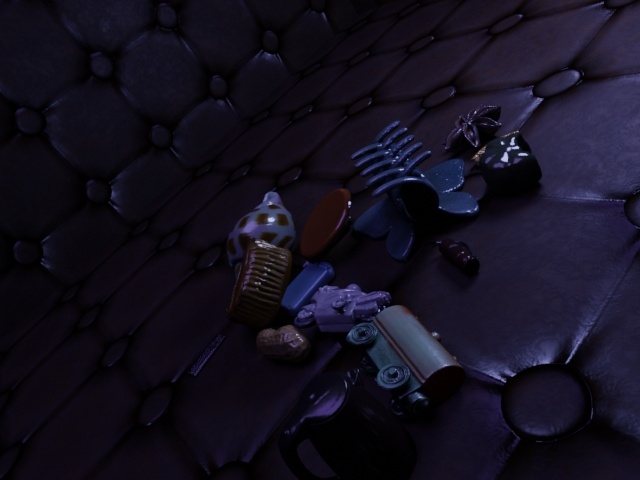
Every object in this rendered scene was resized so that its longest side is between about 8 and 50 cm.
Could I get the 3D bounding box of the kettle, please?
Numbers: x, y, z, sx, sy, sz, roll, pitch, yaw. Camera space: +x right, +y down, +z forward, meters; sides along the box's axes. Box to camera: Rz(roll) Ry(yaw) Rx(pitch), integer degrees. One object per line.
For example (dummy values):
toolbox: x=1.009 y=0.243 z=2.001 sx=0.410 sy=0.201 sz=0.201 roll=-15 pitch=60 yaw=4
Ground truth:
kettle: x=0.039 y=0.351 z=0.930 sx=0.202 sy=0.232 sz=0.144 roll=-42 pitch=28 yaw=-8

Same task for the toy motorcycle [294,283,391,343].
toy motorcycle: x=0.061 y=0.165 z=1.316 sx=0.260 sy=0.110 sz=0.171 roll=-10 pitch=26 yaw=31

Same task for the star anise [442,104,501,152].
star anise: x=0.484 y=-0.350 z=1.625 sx=0.196 sy=0.073 sz=0.212 roll=3 pitch=50 yaw=54

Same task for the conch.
conch: x=-0.199 y=0.011 z=1.730 sx=0.368 sy=0.197 sz=0.249 roll=-53 pitch=-4 yaw=-17

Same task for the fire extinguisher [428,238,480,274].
fire extinguisher: x=0.336 y=0.030 z=1.272 sx=0.078 sy=0.045 sz=0.157 roll=-12 pitch=25 yaw=-13

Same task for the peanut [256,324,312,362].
peanut: x=-0.102 y=0.267 z=1.350 sx=0.194 sy=0.094 sz=0.083 roll=-1 pitch=6 yaw=44

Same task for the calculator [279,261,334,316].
calculator: x=-0.047 y=0.141 z=1.527 sx=0.210 sy=0.039 sz=0.121 roll=-47 pitch=28 yaw=-17

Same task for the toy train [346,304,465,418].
toy train: x=0.174 y=0.240 z=1.084 sx=0.177 sy=0.116 sz=0.285 roll=-27 pitch=27 yaw=-7

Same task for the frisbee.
frisbee: x=0.011 y=-0.056 z=1.610 sx=0.251 sy=0.021 sz=0.251 roll=-43 pitch=28 yaw=30

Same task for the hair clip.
hair clip: x=0.233 y=-0.151 z=1.448 sx=0.391 sy=0.238 sz=0.318 roll=-31 pitch=32 yaw=9

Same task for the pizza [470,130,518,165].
pizza: x=0.516 y=-0.265 z=1.504 sx=0.160 sy=0.036 sz=0.099 roll=-33 pitch=29 yaw=7

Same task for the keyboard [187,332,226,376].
keyboard: x=-0.347 y=0.348 z=1.584 sx=0.053 sy=0.010 sz=0.155 roll=-1 pitch=45 yaw=48

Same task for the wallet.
wallet: x=0.000 y=0.000 z=1.675 sx=0.230 sy=0.042 sz=0.124 roll=-50 pitch=31 yaw=-13

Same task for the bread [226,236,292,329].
bread: x=-0.179 y=0.127 z=1.504 sx=0.227 sy=0.142 sz=0.254 roll=-29 pitch=46 yaw=63

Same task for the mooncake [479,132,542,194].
mooncake: x=0.505 y=-0.205 z=1.367 sx=0.168 sy=0.104 sz=0.175 roll=-35 pitch=32 yaw=-9
